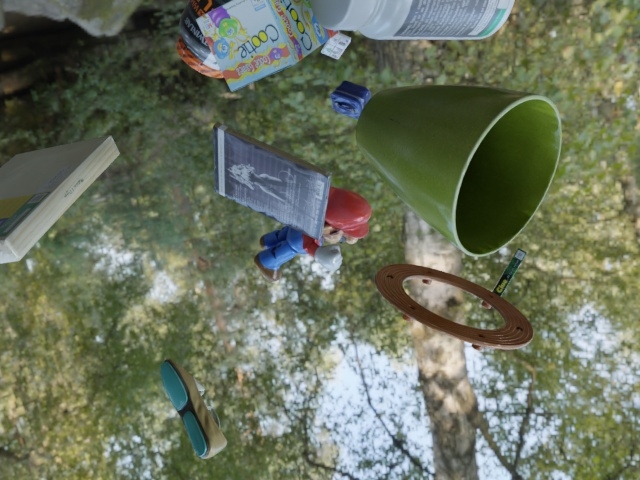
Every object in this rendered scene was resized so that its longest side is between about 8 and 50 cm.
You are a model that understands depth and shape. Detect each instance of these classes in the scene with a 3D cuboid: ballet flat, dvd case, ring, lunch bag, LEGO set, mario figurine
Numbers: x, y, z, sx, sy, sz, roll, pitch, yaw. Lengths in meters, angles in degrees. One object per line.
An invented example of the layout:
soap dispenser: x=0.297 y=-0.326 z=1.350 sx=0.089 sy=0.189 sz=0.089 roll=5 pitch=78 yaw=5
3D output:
ballet flat: x=-0.274 y=0.358 z=1.502 sx=0.073 sy=0.232 sz=0.080 roll=-7 pitch=153 yaw=-47
dvd case: x=-0.088 y=-0.100 z=1.205 sx=0.221 sy=0.164 sz=0.018 roll=25 pitch=-128 yaw=13
ring: x=0.268 y=0.135 z=1.415 sx=0.337 sy=0.032 sz=0.336 roll=17 pitch=-162 yaw=-6
lunch bag: x=0.077 y=-0.344 z=1.720 sx=0.099 sy=0.067 sz=0.065 roll=26 pitch=-117 yaw=30
LEGO set: x=0.012 y=-0.557 z=1.657 sx=0.183 sy=0.060 sz=0.244 roll=18 pitch=150 yaw=-16
mario figurine: x=0.000 y=0.000 z=1.632 sx=0.321 sy=0.197 sz=0.170 roll=-29 pitch=158 yaw=36

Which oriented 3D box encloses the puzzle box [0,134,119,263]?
puzzle box: x=-0.621 y=-0.081 z=1.420 sx=0.272 sy=0.052 sz=0.408 roll=-6 pitch=-147 yaw=20

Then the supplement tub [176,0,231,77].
supplement tub: x=-0.231 y=-0.603 z=1.803 sx=0.338 sy=0.207 sz=0.207 roll=-50 pitch=175 yaw=34

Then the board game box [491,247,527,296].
board game box: x=0.502 y=0.103 z=1.885 sx=0.030 sy=0.136 sz=0.259 roll=33 pitch=176 yaw=14

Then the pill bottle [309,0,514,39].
pill bottle: x=0.174 y=-0.484 z=1.308 sx=0.361 sy=0.204 sz=0.204 roll=-9 pitch=-163 yaw=-28

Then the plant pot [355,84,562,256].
plant pot: x=0.208 y=-0.159 z=1.196 sx=0.275 sy=0.274 sz=0.294 roll=-23 pitch=-140 yaw=-34

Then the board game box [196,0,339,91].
board game box: x=-0.091 y=-0.407 z=1.318 sx=0.144 sy=0.142 sz=0.275 roll=-17 pitch=-160 yaw=26
